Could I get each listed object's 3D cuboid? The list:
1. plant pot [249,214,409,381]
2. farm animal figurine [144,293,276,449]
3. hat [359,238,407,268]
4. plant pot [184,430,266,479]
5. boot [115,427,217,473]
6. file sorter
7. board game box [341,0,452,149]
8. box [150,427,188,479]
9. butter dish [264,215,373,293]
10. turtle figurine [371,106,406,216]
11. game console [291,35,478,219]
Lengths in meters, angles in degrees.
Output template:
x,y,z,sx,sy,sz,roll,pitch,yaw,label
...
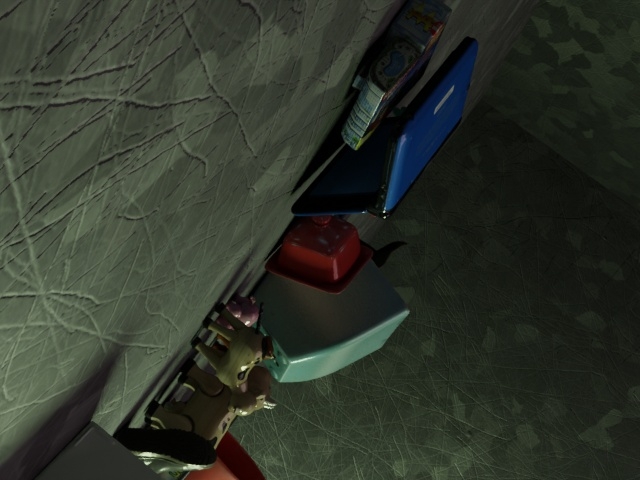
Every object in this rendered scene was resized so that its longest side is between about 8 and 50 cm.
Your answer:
x,y,z,sx,sy,sz,roll,pitch,yaw,label
-0.018,0.148,1.937,0.252,0.248,0.247,-31,166,-22,plant pot
-0.170,0.269,1.702,0.327,0.172,0.330,-52,174,-7,farm animal figurine
0.044,0.051,2.314,0.331,0.134,0.331,-36,-177,2,hat
-0.283,0.529,2.054,0.243,0.275,0.275,-42,174,-1,plant pot
-0.295,0.406,1.627,0.076,0.190,0.208,-98,-152,-54,boot
-0.333,0.423,1.253,0.277,0.193,0.173,-48,175,-43,file sorter
0.106,-0.252,1.354,0.194,0.060,0.194,-50,173,-31,board game box
-0.306,0.421,1.826,0.036,0.114,0.207,-55,173,23,box
0.000,0.000,1.734,0.160,0.160,0.118,-46,148,-47,butter dish
0.113,-0.146,1.819,0.175,0.118,0.234,-50,168,-28,turtle figurine
0.099,-0.177,1.499,0.293,0.173,0.250,-52,159,-41,game console
